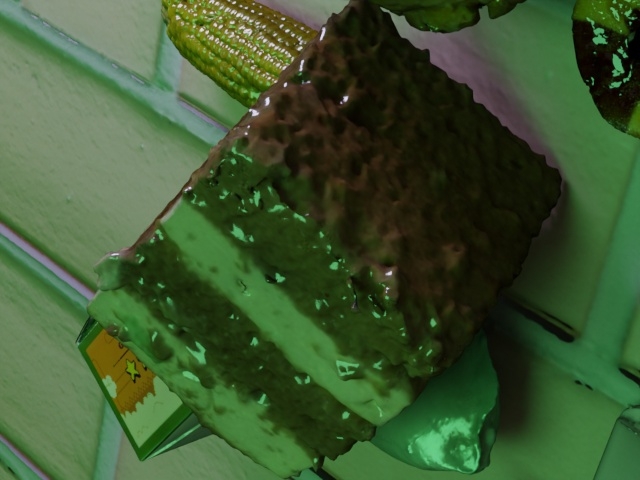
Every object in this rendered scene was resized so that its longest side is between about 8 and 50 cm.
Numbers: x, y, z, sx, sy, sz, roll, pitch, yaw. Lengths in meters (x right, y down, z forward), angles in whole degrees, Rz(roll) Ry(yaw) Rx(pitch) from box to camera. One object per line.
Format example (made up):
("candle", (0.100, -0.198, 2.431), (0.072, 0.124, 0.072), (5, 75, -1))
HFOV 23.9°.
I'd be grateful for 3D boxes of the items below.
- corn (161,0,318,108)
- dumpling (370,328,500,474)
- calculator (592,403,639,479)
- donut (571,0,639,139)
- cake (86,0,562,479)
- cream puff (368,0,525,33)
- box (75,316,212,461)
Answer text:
("corn", (-0.057, -0.170, 1.416), (0.262, 0.097, 0.097), (34, 123, 35))
("dumpling", (0.104, 0.133, 1.352), (0.105, 0.149, 0.217), (46, 162, -20))
("calculator", (0.268, 0.217, 1.245), (0.100, 0.032, 0.175), (36, 125, 33))
("donut", (0.255, -0.148, 1.135), (0.140, 0.059, 0.140), (15, 113, 41))
("cake", (0.000, 0.000, 1.243), (0.256, 0.282, 0.290), (45, 138, -9))
("cream puff", (0.094, -0.325, 1.119), (0.343, 0.231, 0.327), (40, 116, 48))
("box", (-0.096, 0.088, 1.455), (0.177, 0.195, 0.148), (-45, 70, 43))
